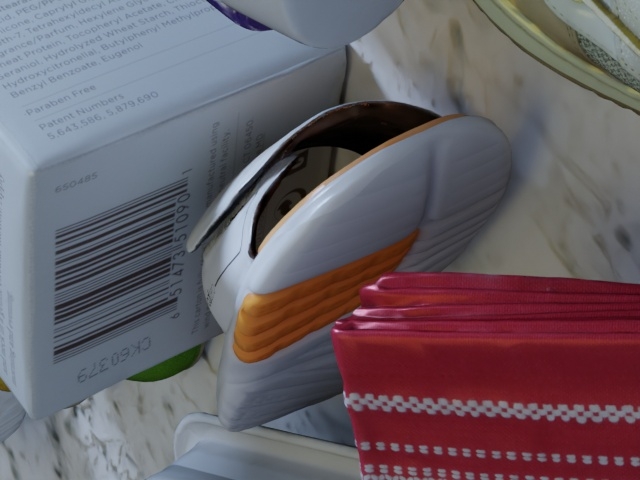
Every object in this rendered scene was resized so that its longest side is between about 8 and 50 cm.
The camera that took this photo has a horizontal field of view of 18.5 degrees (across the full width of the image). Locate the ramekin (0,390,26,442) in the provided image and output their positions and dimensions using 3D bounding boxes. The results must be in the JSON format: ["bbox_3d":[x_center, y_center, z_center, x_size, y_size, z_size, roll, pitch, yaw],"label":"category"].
[{"bbox_3d":[-0.273,0.060,1.278,0.207,0.109,0.207,41,145,39],"label":"ramekin"}]

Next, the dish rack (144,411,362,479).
[{"bbox_3d":[0.039,0.227,0.864,0.333,0.072,0.286,6,122,54],"label":"dish rack"}]

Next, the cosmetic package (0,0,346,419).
[{"bbox_3d":[-0.107,-0.056,0.849,0.184,0.151,0.151,47,147,30],"label":"cosmetic package"}]

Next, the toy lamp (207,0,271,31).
[{"bbox_3d":[-0.081,-0.199,0.774,0.275,0.080,0.080,57,151,19],"label":"toy lamp"}]

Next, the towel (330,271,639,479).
[{"bbox_3d":[0.119,0.136,0.653,0.198,0.031,0.275,0,116,26],"label":"towel"}]

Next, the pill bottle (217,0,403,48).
[{"bbox_3d":[-0.070,-0.155,0.648,0.229,0.131,0.131,30,139,25],"label":"pill bottle"}]

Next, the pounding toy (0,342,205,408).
[{"bbox_3d":[-0.165,0.016,1.038,0.183,0.110,0.237,61,154,-1],"label":"pounding toy"}]

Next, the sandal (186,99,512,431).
[{"bbox_3d":[-0.010,0.004,0.783,0.076,0.102,0.265,63,157,16],"label":"sandal"}]

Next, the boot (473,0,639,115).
[{"bbox_3d":[0.111,-0.092,0.501,0.213,0.077,0.165,47,156,20],"label":"boot"}]
